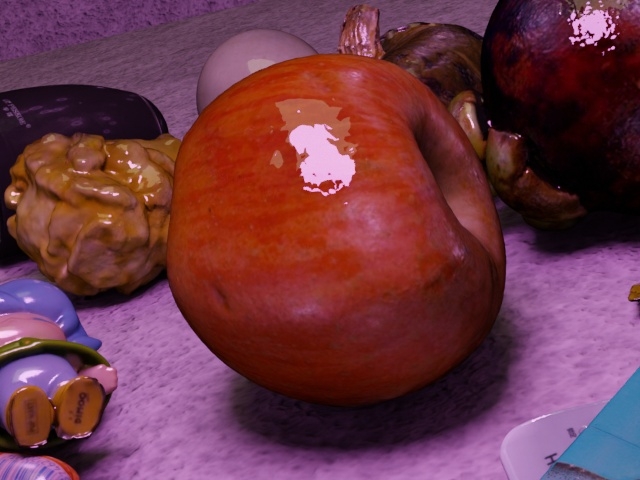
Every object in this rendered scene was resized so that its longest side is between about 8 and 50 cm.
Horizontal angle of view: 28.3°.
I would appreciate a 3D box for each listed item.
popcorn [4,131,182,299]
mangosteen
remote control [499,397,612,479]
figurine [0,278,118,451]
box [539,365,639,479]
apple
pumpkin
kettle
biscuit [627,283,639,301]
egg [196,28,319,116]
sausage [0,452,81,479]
[{"bbox_3d":[-0.229,-0.026,1.434,0.266,0.192,0.233,19,15,17],"label":"popcorn"},{"bbox_3d":[0.277,-0.144,1.218,0.311,0.311,0.311,-13,20,5],"label":"mangosteen"},{"bbox_3d":[0.267,0.132,0.811,0.293,0.051,0.103,-14,35,-2],"label":"remote control"},{"bbox_3d":[-0.254,0.117,1.073,0.162,0.143,0.263,-15,14,-22],"label":"figurine"},{"bbox_3d":[0.252,0.124,0.750,0.161,0.042,0.226,25,51,35],"label":"box"},{"bbox_3d":[0.000,0.000,1.031,0.301,0.301,0.301,-13,20,5],"label":"apple"},{"bbox_3d":[0.068,-0.138,1.395,0.325,0.242,0.232,-20,12,0],"label":"pumpkin"},{"bbox_3d":[-0.315,-0.091,1.661,0.290,0.207,0.268,-18,48,-32],"label":"kettle"},{"bbox_3d":[0.397,0.032,1.020,0.292,0.026,0.048,-7,2,21],"label":"biscuit"},{"bbox_3d":[-0.073,-0.189,1.697,0.186,0.186,0.253,-19,19,-10],"label":"egg"},{"bbox_3d":[-0.272,0.200,0.991,0.234,0.071,0.071,-4,23,29],"label":"sausage"}]
